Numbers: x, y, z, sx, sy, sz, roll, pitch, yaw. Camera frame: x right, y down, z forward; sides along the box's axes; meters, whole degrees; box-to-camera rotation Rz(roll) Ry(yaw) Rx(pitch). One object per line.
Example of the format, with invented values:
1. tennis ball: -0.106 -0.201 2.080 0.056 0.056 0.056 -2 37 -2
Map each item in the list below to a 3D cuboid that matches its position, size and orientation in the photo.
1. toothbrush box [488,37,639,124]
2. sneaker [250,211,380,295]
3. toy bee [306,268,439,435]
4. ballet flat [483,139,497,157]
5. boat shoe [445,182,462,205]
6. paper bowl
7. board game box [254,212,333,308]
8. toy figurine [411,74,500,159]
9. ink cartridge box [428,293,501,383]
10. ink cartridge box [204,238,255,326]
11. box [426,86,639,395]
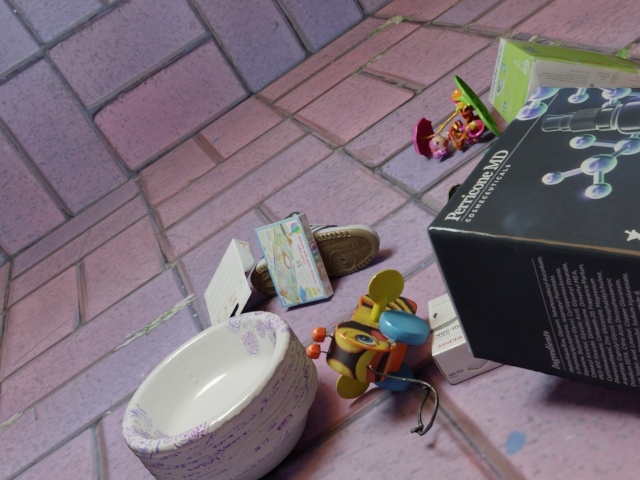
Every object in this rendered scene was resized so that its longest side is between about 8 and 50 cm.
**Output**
1. toothbrush box: 0.403 -0.244 1.445 0.206 0.122 0.283 8 20 -2
2. sneaker: 0.000 0.000 1.680 0.282 0.099 0.153 -21 27 33
3. toy bee: 0.066 0.131 1.213 0.298 0.162 0.195 172 114 -85
4. ballet flat: 0.384 -0.146 1.489 0.096 0.095 0.280 -23 19 -20
5. boat shoe: 0.232 -0.024 1.459 0.078 0.070 0.219 -28 23 18
6. paper bowl: -0.133 0.246 1.301 0.284 0.148 0.284 -28 23 13
7. board game box: -0.048 0.038 1.598 0.103 0.154 0.026 -15 6 35
8. toy figurine: 0.262 -0.222 1.808 0.159 0.130 0.173 -40 45 19
9. ink cartridge box: 0.205 0.121 1.228 0.099 0.056 0.135 -26 24 16
10. ink cartridge box: -0.162 0.102 1.688 0.145 0.045 0.179 -61 32 24
11. box: 0.373 -0.004 0.970 0.395 0.212 0.293 8 45 40
